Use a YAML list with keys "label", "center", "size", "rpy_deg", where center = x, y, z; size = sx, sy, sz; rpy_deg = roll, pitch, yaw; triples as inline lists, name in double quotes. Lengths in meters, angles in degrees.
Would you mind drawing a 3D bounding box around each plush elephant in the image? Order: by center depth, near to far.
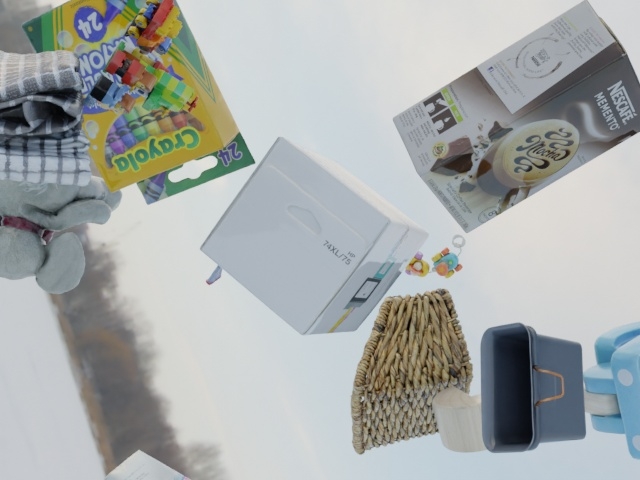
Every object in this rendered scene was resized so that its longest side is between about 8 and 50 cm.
- label: "plush elephant"
  center: [-0.559, -0.033, 2.059]
  size: [0.330, 0.272, 0.255]
  rpy_deg: [-136, -109, -83]

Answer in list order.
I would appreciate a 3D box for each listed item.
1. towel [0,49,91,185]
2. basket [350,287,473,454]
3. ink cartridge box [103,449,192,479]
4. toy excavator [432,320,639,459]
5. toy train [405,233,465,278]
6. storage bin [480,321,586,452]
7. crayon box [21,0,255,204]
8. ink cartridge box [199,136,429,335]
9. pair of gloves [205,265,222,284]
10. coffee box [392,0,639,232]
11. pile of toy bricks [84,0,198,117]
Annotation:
- label: "towel"
  center: [-0.368, -0.149, 1.148]
  size: [0.283, 0.235, 0.121]
  rpy_deg: [-134, -131, -69]
- label: "basket"
  center: [0.140, 0.226, 1.954]
  size: [0.299, 0.223, 0.213]
  rpy_deg: [82, -6, -60]
- label: "ink cartridge box"
  center: [-0.224, 0.433, 1.584]
  size: [0.212, 0.093, 0.154]
  rpy_deg: [24, -65, 15]
- label: "toy excavator"
  center: [0.465, 0.243, 1.720]
  size: [0.445, 0.433, 0.222]
  rpy_deg: [-6, -79, 51]
- label: "toy train"
  center: [0.226, 0.028, 2.311]
  size: [0.046, 0.166, 0.125]
  rpy_deg: [-51, 144, -58]
- label: "storage bin"
  center: [0.237, 0.159, 1.152]
  size: [0.098, 0.091, 0.135]
  rpy_deg: [-21, -114, 58]
- label: "crayon box"
  center: [-0.256, -0.208, 1.537]
  size: [0.323, 0.203, 0.083]
  rpy_deg: [64, 23, -16]
- label: "ink cartridge box"
  center: [0.000, 0.000, 1.534]
  size: [0.198, 0.197, 0.270]
  rpy_deg: [39, 8, 16]
- label: "pair of gloves"
  center: [-0.127, -0.003, 1.807]
  size: [0.023, 0.198, 0.159]
  rpy_deg: [41, -58, 6]
- label: "coffee box"
  center: [0.272, -0.160, 1.428]
  size: [0.168, 0.297, 0.119]
  rpy_deg: [43, 20, -49]
- label: "pile of toy bricks"
  center: [-0.183, -0.174, 1.176]
  size: [0.105, 0.118, 0.212]
  rpy_deg: [31, -20, -15]
